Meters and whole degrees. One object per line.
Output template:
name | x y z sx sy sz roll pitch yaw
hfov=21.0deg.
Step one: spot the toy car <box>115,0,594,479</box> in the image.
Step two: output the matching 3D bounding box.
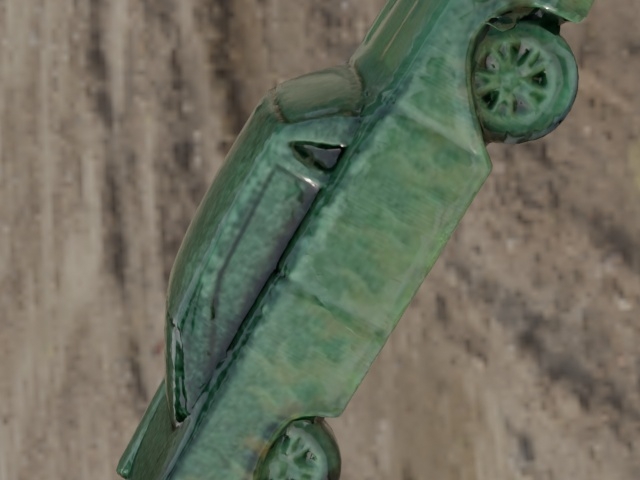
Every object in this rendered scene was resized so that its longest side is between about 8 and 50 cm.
toy car | 0.000 0.000 0.716 0.320 0.097 0.141 -59 11 10
